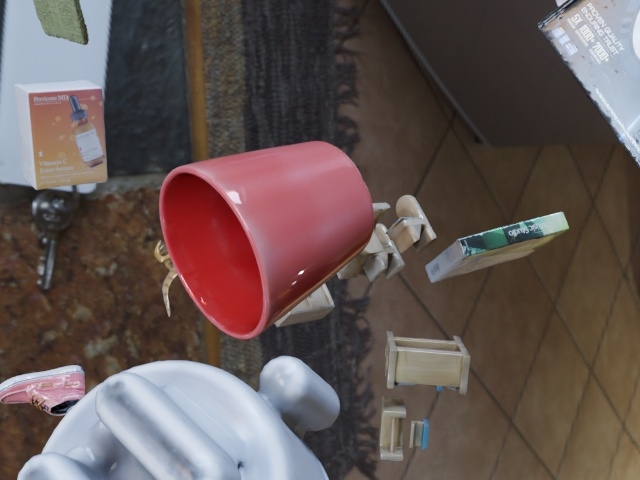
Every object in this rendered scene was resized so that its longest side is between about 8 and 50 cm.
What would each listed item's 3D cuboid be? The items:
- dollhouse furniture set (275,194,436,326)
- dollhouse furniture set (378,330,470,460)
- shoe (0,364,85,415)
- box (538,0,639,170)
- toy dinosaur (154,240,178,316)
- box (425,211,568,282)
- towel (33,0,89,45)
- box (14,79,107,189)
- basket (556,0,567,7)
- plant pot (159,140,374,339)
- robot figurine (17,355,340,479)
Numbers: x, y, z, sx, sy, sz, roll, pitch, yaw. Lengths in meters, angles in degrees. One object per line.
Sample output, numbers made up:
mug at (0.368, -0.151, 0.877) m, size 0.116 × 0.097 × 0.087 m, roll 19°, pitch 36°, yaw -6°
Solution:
dollhouse furniture set at (0.000, 0.000, 1.923) m, size 0.362 × 0.394 × 0.256 m, roll -6°, pitch 61°, yaw -40°
dollhouse furniture set at (0.169, 0.259, 1.312) m, size 0.129 × 0.129 × 0.184 m, roll -74°, pitch 168°, yaw -81°
shoe at (-0.561, 0.312, 1.571) m, size 0.178 × 0.081 × 0.063 m, roll -13°, pitch 143°, yaw -11°
box at (0.307, -0.160, 0.689) m, size 0.180 × 0.147 × 0.077 m, roll 59°, pitch 22°, yaw 9°
toy dinosaur at (-0.247, 0.043, 1.398) m, size 0.211 × 0.112 × 0.064 m, roll -42°, pitch 134°, yaw -45°
box at (0.467, 0.020, 2.087) m, size 0.322 × 0.232 × 0.058 m, roll -15°, pitch 75°, yaw -19°
towel at (-0.528, -0.465, 1.585) m, size 0.148 × 0.110 × 0.027 m, roll 92°, pitch 18°, yaw -56°
box at (-0.454, -0.187, 1.372) m, size 0.130 × 0.091 × 0.171 m, roll -12°, pitch 115°, yaw -31°
basket at (0.510, -0.494, 1.154) m, size 0.328 × 0.266 × 0.331 m, roll -39°, pitch 120°, yaw -43°
plant pot at (-0.071, -0.023, 1.179) m, size 0.243 × 0.275 × 0.275 m, roll -27°, pitch 113°, yaw -33°
robot figurine at (-0.097, 0.223, 0.641) m, size 0.300 × 0.200 × 0.353 m, roll -44°, pitch 153°, yaw -12°
